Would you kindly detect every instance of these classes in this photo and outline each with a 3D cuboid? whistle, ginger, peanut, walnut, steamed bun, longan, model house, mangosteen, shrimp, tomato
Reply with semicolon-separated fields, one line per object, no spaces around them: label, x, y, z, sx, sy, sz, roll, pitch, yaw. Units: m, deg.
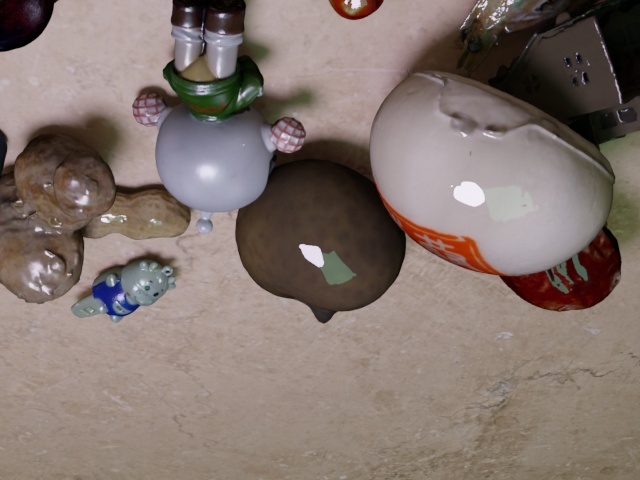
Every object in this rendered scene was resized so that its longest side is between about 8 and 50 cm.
whistle;-0.389;0.102;1.566;0.244;0.092;0.110;-24;139;18
ginger;-0.439;-0.057;1.295;0.155;0.244;0.304;5;135;-42
peanut;-0.346;-0.043;1.416;0.228;0.085;0.104;1;148;-3
walnut;0.421;-0.014;1.438;0.244;0.222;0.269;-44;123;-4
steamed bun;0.238;-0.080;1.196;0.374;0.374;0.241;23;96;-27
longan;0.000;0.000;1.367;0.300;0.243;0.300;15;122;26
model house;0.365;-0.229;1.170;0.243;0.211;0.204;-10;105;50
mangosteen;-0.408;-0.350;1.017;0.230;0.194;0.194;-34;135;-4
shrimp;0.320;-0.351;1.142;0.168;0.077;0.317;23;128;-31
tomato;0.049;-0.351;1.117;0.087;0.075;0.087;0;136;0

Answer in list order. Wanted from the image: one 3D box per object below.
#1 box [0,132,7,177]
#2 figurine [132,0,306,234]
box;-0.582;-0.160;1.226;0.090;0.144;0.201;-21;134;12
figurine;-0.164;-0.187;1.209;0.281;0.167;0.370;12;129;9
